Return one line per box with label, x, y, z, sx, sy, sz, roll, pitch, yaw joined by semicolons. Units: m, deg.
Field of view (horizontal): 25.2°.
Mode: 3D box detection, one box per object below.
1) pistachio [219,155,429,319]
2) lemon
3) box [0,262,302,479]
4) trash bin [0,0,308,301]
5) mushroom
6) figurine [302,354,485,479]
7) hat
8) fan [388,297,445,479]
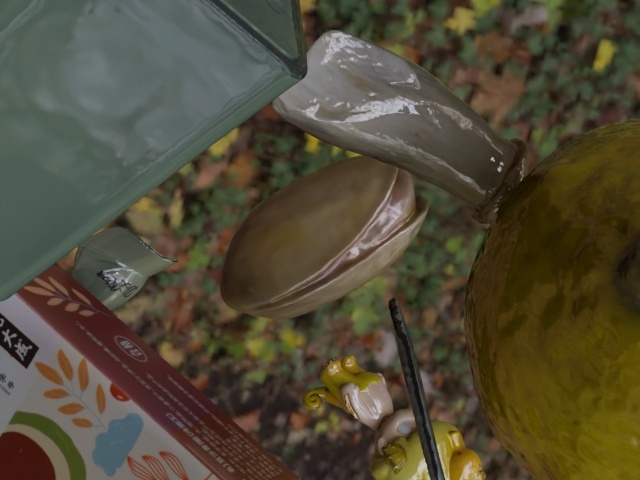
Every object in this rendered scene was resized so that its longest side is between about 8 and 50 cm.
pistachio;0.000;0.000;1.841;0.293;0.181;0.162;-29;113;-3
lemon;0.279;0.067;1.057;0.350;0.350;0.387;-68;161;-9
box;-0.265;0.275;1.536;0.344;0.385;0.122;-56;164;19
trash bin;-0.208;-0.129;1.114;0.223;0.343;0.158;36;30;-31
mushroom;0.072;-0.104;1.235;0.096;0.247;0.108;-57;-158;16
figurine;0.095;0.244;1.749;0.156;0.246;0.131;-8;141;-56
hat;-0.235;0.045;1.662;0.122;0.166;0.081;33;48;-43
fan;0.072;0.177;0.745;0.223;0.012;0.294;73;5;-47
